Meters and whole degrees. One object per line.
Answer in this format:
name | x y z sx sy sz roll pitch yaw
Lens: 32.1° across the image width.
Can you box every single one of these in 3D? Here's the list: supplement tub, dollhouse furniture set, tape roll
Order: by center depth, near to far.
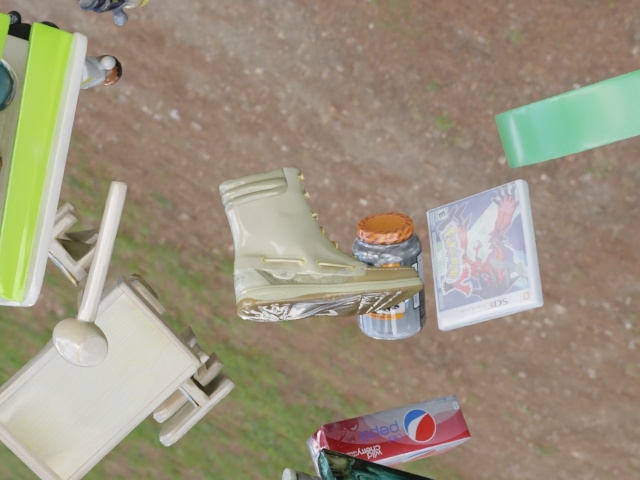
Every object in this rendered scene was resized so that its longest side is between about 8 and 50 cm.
tape roll | 0.392 -0.175 1.449 0.321 0.321 0.077 -12 95 61
dollhouse furniture set | -0.338 0.172 1.633 0.362 0.256 0.394 49 175 -14
supplement tub | 0.113 0.058 1.836 0.117 0.117 0.190 13 119 38

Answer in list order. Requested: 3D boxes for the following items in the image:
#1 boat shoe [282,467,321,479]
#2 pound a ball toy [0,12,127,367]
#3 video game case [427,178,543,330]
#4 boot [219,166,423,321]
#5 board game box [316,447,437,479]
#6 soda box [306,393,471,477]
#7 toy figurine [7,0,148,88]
boat shoe | 0.001 0.385 1.551 0.099 0.116 0.319 9 171 -11
pound a ball toy | -0.298 -0.048 1.092 0.208 0.319 0.136 13 172 -33
video game case | 0.252 0.024 1.732 0.183 0.201 0.023 -19 155 38
boot | 0.000 0.000 1.497 0.262 0.203 0.095 -4 155 -18
board game box | 0.092 0.293 1.241 0.186 0.026 0.126 19 -166 -17
soda box | 0.117 0.338 1.901 0.263 0.083 0.092 -10 158 -23
toy figurine | -0.381 -0.340 1.693 0.210 0.213 0.148 25 -160 19
